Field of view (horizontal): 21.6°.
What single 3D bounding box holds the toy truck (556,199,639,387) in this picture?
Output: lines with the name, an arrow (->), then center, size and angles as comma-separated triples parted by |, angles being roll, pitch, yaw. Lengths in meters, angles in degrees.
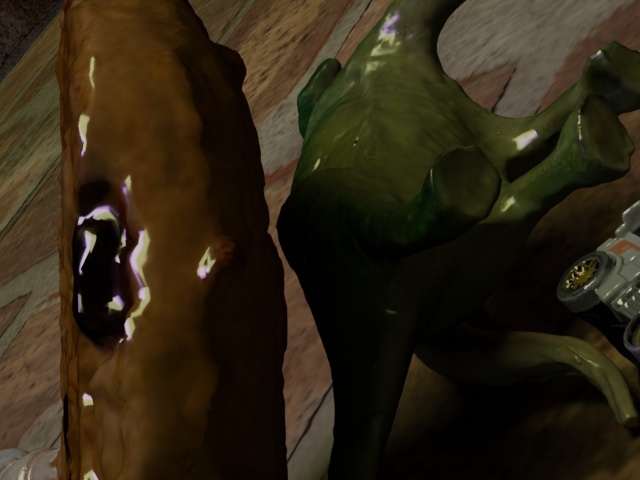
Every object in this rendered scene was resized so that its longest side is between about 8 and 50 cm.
toy truck -> 0.120, 0.023, 0.478 | 0.063, 0.052, 0.123 | -43, 18, 0

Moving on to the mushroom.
mushroom -> 0.064, 0.015, 0.672 | 0.306, 0.043, 0.068 | -97, 32, -67

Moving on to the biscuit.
biscuit -> -0.050, 0.059, 0.546 | 0.296, 0.075, 0.295 | 180, 90, -80

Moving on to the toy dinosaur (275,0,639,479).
toy dinosaur -> 0.000, 0.000, 0.672 | 0.301, 0.087, 0.447 | -35, 22, 46

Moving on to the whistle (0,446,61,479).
whistle -> -0.167, 0.148, 0.912 | 0.220, 0.057, 0.107 | -28, 12, 38
